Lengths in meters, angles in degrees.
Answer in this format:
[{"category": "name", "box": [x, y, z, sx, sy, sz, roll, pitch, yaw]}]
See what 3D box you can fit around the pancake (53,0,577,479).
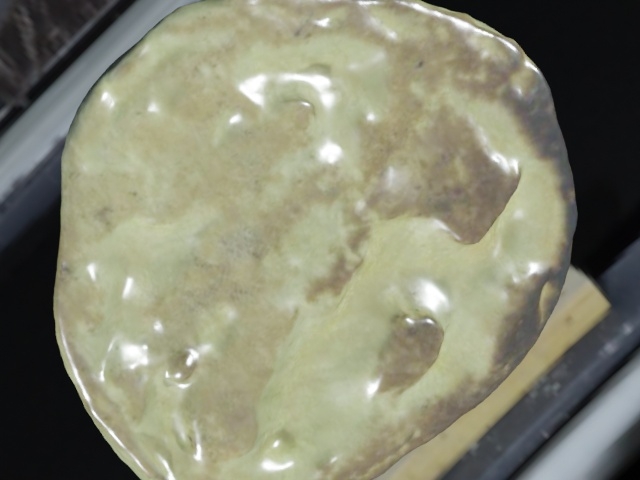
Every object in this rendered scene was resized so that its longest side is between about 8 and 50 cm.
[{"category": "pancake", "box": [0.000, 0.000, 0.768, 0.294, 0.294, 0.049, -47, -156, -4]}]
